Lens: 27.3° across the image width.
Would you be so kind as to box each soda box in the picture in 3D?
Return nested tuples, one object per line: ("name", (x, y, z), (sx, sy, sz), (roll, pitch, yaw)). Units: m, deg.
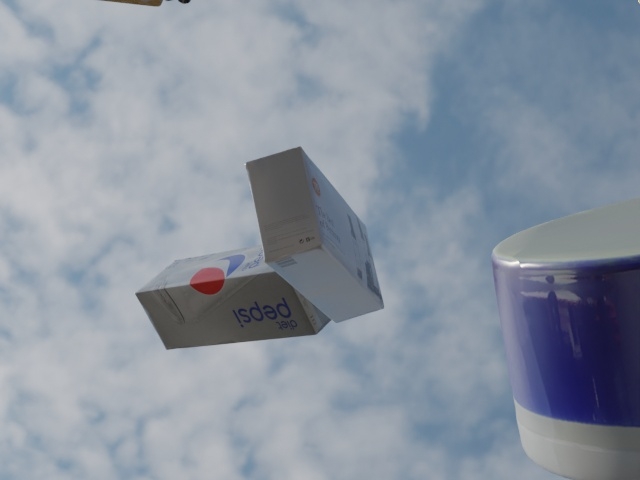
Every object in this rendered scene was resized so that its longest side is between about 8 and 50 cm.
("soda box", (-0.103, 0.070, 1.692), (0.286, 0.091, 0.098), (-9, -66, 42))

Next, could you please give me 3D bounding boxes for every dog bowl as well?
("dog bowl", (0.220, 0.030, 0.640), (0.265, 0.265, 0.104), (-10, -85, 14))

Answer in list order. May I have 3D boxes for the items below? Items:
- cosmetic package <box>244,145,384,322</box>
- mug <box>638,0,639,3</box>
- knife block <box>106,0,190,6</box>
("cosmetic package", (0.000, 0.000, 1.256), (0.060, 0.099, 0.239), (-18, -20, 10))
("mug", (0.357, -0.232, 1.295), (0.064, 0.078, 0.062), (-32, -50, 25))
("knife block", (-0.137, -0.293, 0.979), (0.088, 0.242, 0.276), (6, -49, 2))
